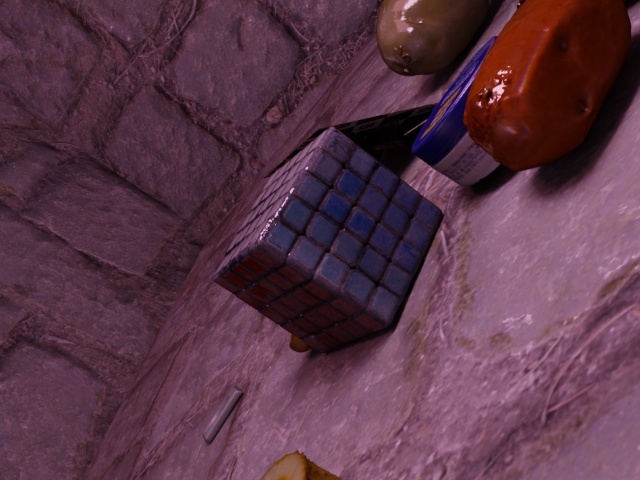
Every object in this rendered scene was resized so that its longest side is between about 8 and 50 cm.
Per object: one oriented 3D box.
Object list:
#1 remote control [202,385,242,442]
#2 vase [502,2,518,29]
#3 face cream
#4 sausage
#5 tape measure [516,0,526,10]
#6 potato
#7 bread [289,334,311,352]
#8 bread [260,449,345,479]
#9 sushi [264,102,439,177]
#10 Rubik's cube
[{"bbox_3d":[-0.202,0.356,1.495,0.124,0.018,0.053,-57,14,-9],"label":"remote control"},{"bbox_3d":[0.314,-0.315,1.231,0.148,0.081,0.081,-57,13,7],"label":"vase"},{"bbox_3d":[0.234,-0.182,1.057,0.206,0.111,0.206,-55,2,3],"label":"face cream"},{"bbox_3d":[0.281,-0.207,0.893,0.268,0.153,0.141,-58,8,-18],"label":"sausage"},{"bbox_3d":[0.427,-0.433,1.039,0.253,0.114,0.260,-57,17,-13],"label":"tape measure"},{"bbox_3d":[0.252,-0.517,1.626,0.326,0.221,0.243,-58,15,4],"label":"potato"},{"bbox_3d":[-0.013,0.144,1.270,0.115,0.056,0.082,-65,-6,-46],"label":"bread"},{"bbox_3d":[-0.024,0.341,0.687,0.186,0.124,0.257,-55,12,30],"label":"bread"},{"bbox_3d":[0.081,-0.178,1.519,0.320,0.068,0.339,-16,-5,-26],"label":"sushi"},{"bbox_3d":[0.007,0.006,1.144,0.238,0.237,0.237,-32,27,58],"label":"Rubik's cube"}]
